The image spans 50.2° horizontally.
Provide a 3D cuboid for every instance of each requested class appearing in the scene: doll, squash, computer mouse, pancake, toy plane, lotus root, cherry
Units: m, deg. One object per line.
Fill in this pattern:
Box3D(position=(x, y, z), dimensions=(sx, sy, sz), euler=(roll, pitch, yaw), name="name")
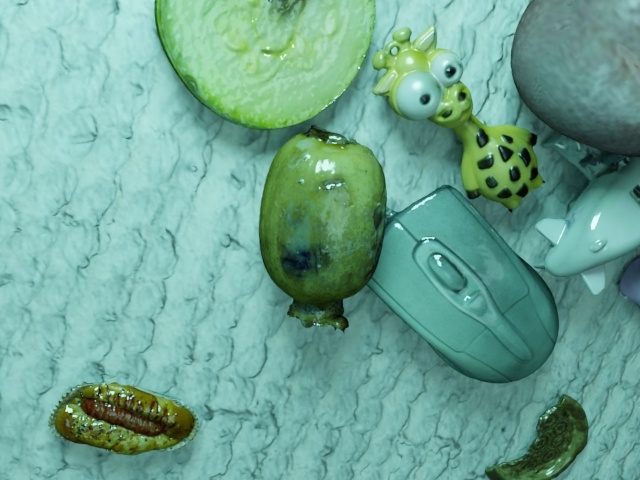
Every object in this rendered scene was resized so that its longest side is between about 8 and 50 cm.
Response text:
Box3D(position=(0.180, -0.146, 0.855), dimensions=(0.291, 0.086, 0.117), euler=(42, 92, -25), name="doll")
Box3D(position=(-0.055, -0.250, 0.768), dimensions=(0.252, 0.049, 0.252), euler=(-6, 111, -15), name="squash")
Box3D(position=(0.211, 0.082, 0.944), dimensions=(0.188, 0.122, 0.371), euler=(-45, 113, 4), name="computer mouse")
Box3D(position=(0.368, 0.339, 1.141), dimensions=(0.184, 0.020, 0.190), euler=(2, 110, -15), name="pancake")
Box3D(position=(0.409, -0.046, 0.937), dimensions=(0.267, 0.122, 0.266), euler=(0, 92, -6), name="toy plane")
Box3D(position=(-0.001, 0.001, 0.829), dimensions=(0.154, 0.154, 0.278), euler=(-1, 112, -15), name="lotus root")
Box3D(position=(0.366, -0.228, 0.784), dimensions=(0.261, 0.221, 0.307), euler=(23, 133, -4), name="cherry")

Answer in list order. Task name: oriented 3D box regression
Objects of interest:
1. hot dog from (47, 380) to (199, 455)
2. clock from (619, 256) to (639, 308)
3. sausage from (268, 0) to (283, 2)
Box3D(position=(-0.256, 0.236, 0.904), dimensions=(0.192, 0.053, 0.099), euler=(16, 110, -19), name="hot dog")
Box3D(position=(0.615, 0.055, 1.060), dimensions=(0.227, 0.090, 0.248), euler=(40, 95, -26), name="clock")
Box3D(position=(0.024, -0.313, 0.734), dimensions=(0.198, 0.025, 0.028), euler=(-34, 149, -4), name="sausage")
